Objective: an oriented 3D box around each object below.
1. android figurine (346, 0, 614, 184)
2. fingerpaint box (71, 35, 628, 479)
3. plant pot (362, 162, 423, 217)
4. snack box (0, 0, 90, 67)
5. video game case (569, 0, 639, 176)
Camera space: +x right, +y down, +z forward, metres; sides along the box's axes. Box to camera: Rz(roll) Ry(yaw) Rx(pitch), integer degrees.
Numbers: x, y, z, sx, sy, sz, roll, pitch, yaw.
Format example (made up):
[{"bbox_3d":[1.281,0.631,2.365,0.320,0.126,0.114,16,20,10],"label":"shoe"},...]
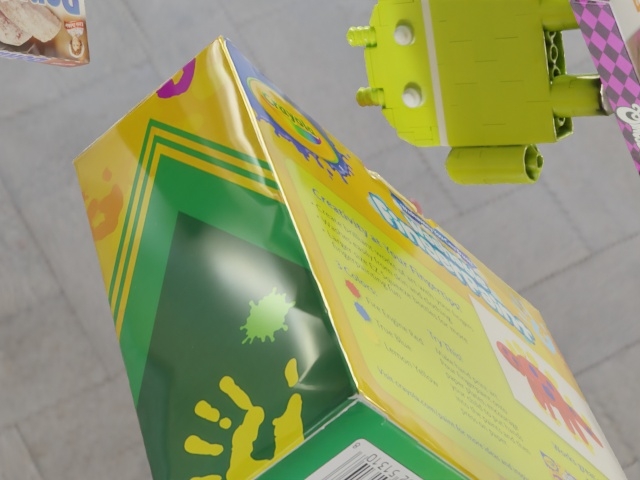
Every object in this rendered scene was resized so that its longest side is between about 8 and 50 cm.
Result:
[{"bbox_3d":[0.148,-0.175,1.602,0.273,0.248,0.056,2,17,32],"label":"android figurine"},{"bbox_3d":[0.048,0.120,1.207,0.163,0.445,0.371,-38,42,15],"label":"fingerpaint box"},{"bbox_3d":[0.000,0.000,1.663,0.174,0.191,0.191,26,62,0],"label":"plant pot"},{"bbox_3d":[-0.230,-0.165,1.205,0.022,0.178,0.064,-8,86,28],"label":"snack box"},{"bbox_3d":[0.282,-0.138,1.167,0.042,0.232,0.210,15,52,47],"label":"video game case"}]
